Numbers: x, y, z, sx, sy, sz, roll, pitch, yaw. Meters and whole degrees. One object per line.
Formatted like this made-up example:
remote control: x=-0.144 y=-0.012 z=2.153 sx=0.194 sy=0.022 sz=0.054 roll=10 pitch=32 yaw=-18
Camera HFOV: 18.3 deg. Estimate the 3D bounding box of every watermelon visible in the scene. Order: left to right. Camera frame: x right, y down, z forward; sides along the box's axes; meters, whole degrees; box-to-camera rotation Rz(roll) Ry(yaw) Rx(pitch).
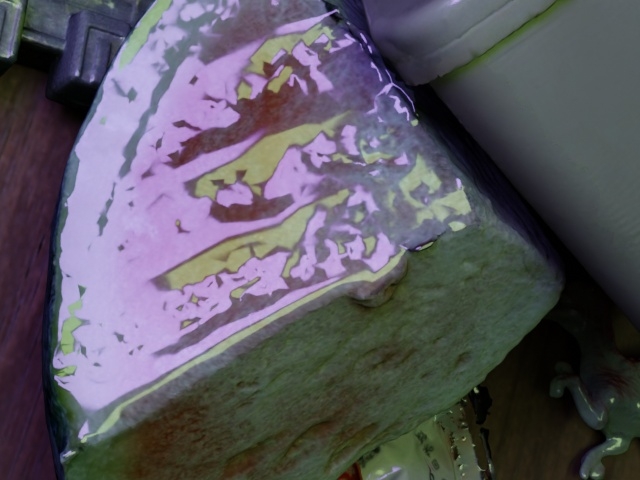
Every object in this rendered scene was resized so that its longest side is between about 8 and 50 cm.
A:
watermelon: x=0.000 y=0.000 z=1.044 sx=0.258 sy=0.228 sz=0.387 roll=15 pitch=70 yaw=8

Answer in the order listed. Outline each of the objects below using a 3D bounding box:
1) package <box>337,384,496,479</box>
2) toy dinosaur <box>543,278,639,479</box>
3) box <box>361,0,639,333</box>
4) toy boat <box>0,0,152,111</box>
package: x=0.038 y=0.206 z=1.151 sx=0.194 sy=0.071 sz=0.269 roll=-9 pitch=96 yaw=-25
toy dinosaur: x=0.249 y=0.105 z=1.271 sx=0.242 sy=0.053 sz=0.167 roll=1 pitch=72 yaw=-17
box: x=0.185 y=-0.084 z=1.098 sx=0.177 sy=0.352 sz=0.344 roll=-38 pitch=110 yaw=11
toy boat: x=-0.139 y=-0.235 z=1.137 sx=0.141 sy=0.092 sz=0.320 roll=16 pitch=72 yaw=-24
